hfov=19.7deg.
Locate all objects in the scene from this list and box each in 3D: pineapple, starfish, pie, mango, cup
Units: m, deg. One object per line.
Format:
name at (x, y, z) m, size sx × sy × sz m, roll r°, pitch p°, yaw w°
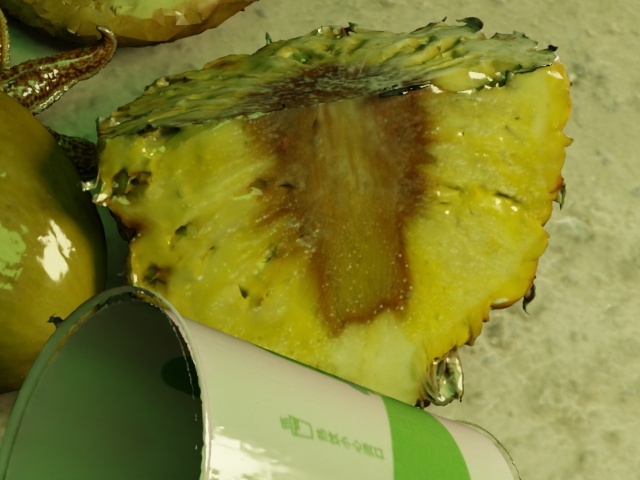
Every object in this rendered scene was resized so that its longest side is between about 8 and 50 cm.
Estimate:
pineapple at (0.000, 0.003, 1.307) m, size 0.344 × 0.286 × 0.209 m, roll -11°, pitch 21°, yaw -12°
starfish at (-0.245, -0.087, 1.323) m, size 0.238 × 0.057 × 0.213 m, roll 3°, pitch 75°, yaw -9°
pie at (-0.144, -0.255, 1.432) m, size 0.273 × 0.069 × 0.273 m, roll 6°, pitch 56°, yaw -9°
mango at (-0.279, -0.033, 1.228) m, size 0.331 × 0.142 × 0.195 m, roll 44°, pitch 80°, yaw 10°
cup at (-0.035, 0.177, 1.113) m, size 0.274 × 0.253 × 0.253 m, roll 17°, pitch 57°, yaw -32°
